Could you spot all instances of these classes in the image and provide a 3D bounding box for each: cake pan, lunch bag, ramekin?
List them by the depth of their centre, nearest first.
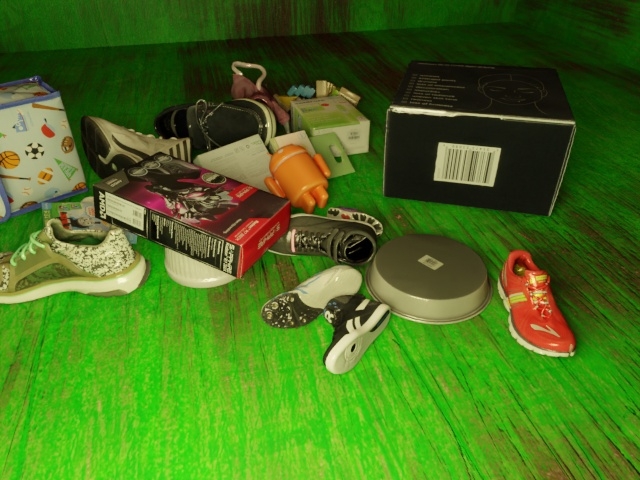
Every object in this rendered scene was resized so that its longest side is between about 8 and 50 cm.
[{"bbox_3d":[0.250,0.074,1.180,0.294,0.054,0.293,0,34,0],"label":"cake pan"},{"bbox_3d":[-0.276,0.008,1.230,0.207,0.109,0.207,0,34,0],"label":"ramekin"},{"bbox_3d":[-0.891,-0.237,1.404,0.386,0.327,0.239,-26,41,-34],"label":"lunch bag"}]

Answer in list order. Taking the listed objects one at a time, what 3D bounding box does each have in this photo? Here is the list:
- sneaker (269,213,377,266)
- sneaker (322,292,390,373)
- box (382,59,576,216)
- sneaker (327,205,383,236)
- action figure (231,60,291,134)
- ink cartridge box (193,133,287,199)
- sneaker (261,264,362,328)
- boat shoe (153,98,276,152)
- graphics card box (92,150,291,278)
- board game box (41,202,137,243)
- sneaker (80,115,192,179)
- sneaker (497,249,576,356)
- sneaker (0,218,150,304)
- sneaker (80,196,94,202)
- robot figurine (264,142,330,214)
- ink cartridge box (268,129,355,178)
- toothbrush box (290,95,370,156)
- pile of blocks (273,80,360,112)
[{"bbox_3d":[0.000,0.000,1.215,0.296,0.104,0.147,0,13,-5],"label":"sneaker"},{"bbox_3d":[0.039,0.179,1.018,0.121,0.079,0.217,18,30,30],"label":"sneaker"},{"bbox_3d":[0.465,-0.336,1.558,0.480,0.297,0.471,8,37,13],"label":"box"},{"bbox_3d":[0.099,-0.061,1.368,0.170,0.068,0.071,24,36,31],"label":"sneaker"},{"bbox_3d":[-0.203,-0.487,1.827,0.248,0.275,0.370,0,20,-10],"label":"action figure"},{"bbox_3d":[-0.216,-0.174,1.471,0.223,0.223,0.045,-29,-1,-37],"label":"ink cartridge box"},{"bbox_3d":[-0.021,0.122,1.104,0.237,0.085,0.086,-23,9,-21],"label":"sneaker"},{"bbox_3d":[-0.358,-0.373,1.687,0.501,0.186,0.156,11,22,33],"label":"boat shoe"},{"bbox_3d":[-0.279,-0.070,1.140,0.371,0.094,0.233,21,35,14],"label":"graphics card box"},{"bbox_3d":[-0.599,-0.044,1.320,0.212,0.039,0.160,-2,36,-30],"label":"board game box"},{"bbox_3d":[-0.569,-0.280,1.641,0.448,0.169,0.258,36,39,30],"label":"sneaker"},{"bbox_3d":[0.438,0.120,1.054,0.108,0.118,0.279,-4,35,-4],"label":"sneaker"},{"bbox_3d":[-0.605,0.023,1.147,0.411,0.182,0.158,-4,35,-5],"label":"sneaker"},{"bbox_3d":[-0.593,-0.096,1.443,0.152,0.053,0.061,-14,55,-17],"label":"sneaker"},{"bbox_3d":[-0.064,-0.180,1.447,0.219,0.158,0.128,57,20,17],"label":"robot figurine"},{"bbox_3d":[-0.023,-0.265,1.596,0.235,0.056,0.171,-19,70,-17],"label":"ink cartridge box"},{"bbox_3d":[0.028,-0.409,1.822,0.206,0.122,0.283,-10,35,-15],"label":"toothbrush box"},{"bbox_3d":[-0.020,-0.566,2.025,0.363,0.148,0.112,6,24,7],"label":"pile of blocks"}]
